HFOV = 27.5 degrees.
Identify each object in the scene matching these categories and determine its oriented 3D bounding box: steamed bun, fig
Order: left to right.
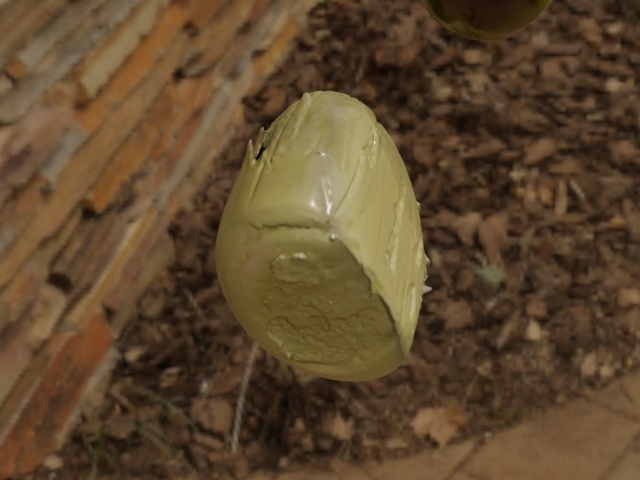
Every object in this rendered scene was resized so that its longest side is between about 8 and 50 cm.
[{"bbox_3d":[0.000,0.000,1.276,0.166,0.273,0.232,-10,47,19],"label":"steamed bun"},{"bbox_3d":[0.159,-0.255,1.204,0.154,0.144,0.166,32,11,22],"label":"fig"}]
